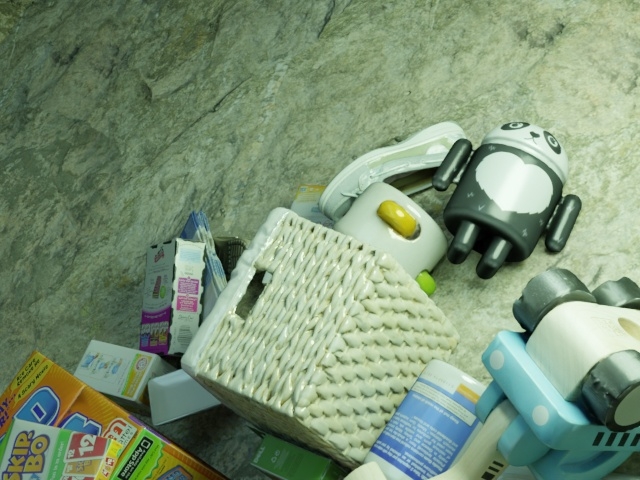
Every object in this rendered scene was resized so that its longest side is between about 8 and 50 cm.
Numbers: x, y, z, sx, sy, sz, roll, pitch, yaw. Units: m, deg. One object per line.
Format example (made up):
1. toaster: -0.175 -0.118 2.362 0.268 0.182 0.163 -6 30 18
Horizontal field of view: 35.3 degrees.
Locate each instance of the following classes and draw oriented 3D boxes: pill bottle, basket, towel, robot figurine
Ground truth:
1. pill bottle: 0.161 0.336 1.568 0.152 0.152 0.272 25 74 45
2. basket: 0.009 0.176 1.679 0.266 0.331 0.328 16 69 41
3. towel: -0.256 0.099 2.080 0.209 0.034 0.285 -60 37 32
4. robot figurine: 0.321 -0.074 1.750 0.173 0.209 0.278 6 61 54

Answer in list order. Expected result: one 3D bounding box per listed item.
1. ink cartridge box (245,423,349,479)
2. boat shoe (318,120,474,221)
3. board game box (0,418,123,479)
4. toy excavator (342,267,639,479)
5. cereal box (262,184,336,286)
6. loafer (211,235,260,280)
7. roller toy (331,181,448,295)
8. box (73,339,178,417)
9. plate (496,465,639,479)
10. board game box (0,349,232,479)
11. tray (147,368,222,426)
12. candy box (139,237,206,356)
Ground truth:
1. ink cartridge box: -0.045 0.389 1.712 0.209 0.109 0.062 13 65 42
2. boat shoe: 0.149 -0.118 1.938 0.320 0.118 0.103 -26 61 -5
3. board game box: -0.427 0.351 1.561 0.259 0.039 0.124 0 58 38
4. toy excavator: 0.280 0.275 1.412 0.445 0.433 0.222 -61 41 25
5. cereal box: 0.000 0.000 2.014 0.173 0.047 0.240 3 59 29
6. loafer: -0.186 0.041 2.104 0.268 0.092 0.102 4 85 56
7. roller toy: 0.129 -0.009 1.827 0.146 0.209 0.191 -49 37 -7
8. box: -0.388 0.284 2.045 0.203 0.114 0.103 6 63 39
9. plate: 0.317 0.447 1.445 0.278 0.045 0.277 0 58 36
10. board game box: -0.392 0.470 1.725 0.356 0.356 0.356 21 71 43
11. tray: -0.190 0.272 1.902 0.270 0.030 0.145 -19 30 -4
12. candy box: -0.301 0.121 2.047 0.159 0.071 0.233 -12 73 57
